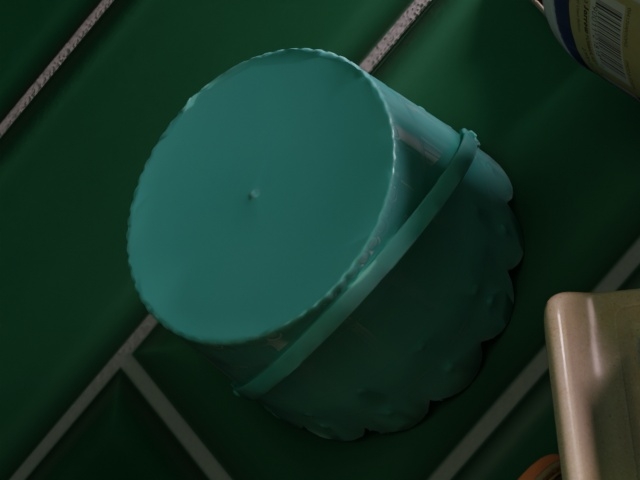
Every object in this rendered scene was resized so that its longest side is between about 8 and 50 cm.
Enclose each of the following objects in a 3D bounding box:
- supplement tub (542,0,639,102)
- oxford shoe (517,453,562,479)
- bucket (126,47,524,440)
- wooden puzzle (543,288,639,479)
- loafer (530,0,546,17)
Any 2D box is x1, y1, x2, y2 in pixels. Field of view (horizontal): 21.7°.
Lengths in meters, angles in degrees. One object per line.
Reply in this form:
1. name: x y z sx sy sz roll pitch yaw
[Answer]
1. supplement tub: 0.322 -0.152 1.095 0.228 0.228 0.316 -51 49 4
2. oxford shoe: 0.138 0.320 1.054 0.132 0.130 0.364 13 92 33
3. bucket: 0.000 0.000 1.279 0.281 0.183 0.281 -16 59 29
4. wooden puzzle: 0.314 0.147 0.942 0.347 0.080 0.322 -4 59 3
5. loafer: 0.187 -0.202 1.341 0.045 0.039 0.125 -38 51 15
